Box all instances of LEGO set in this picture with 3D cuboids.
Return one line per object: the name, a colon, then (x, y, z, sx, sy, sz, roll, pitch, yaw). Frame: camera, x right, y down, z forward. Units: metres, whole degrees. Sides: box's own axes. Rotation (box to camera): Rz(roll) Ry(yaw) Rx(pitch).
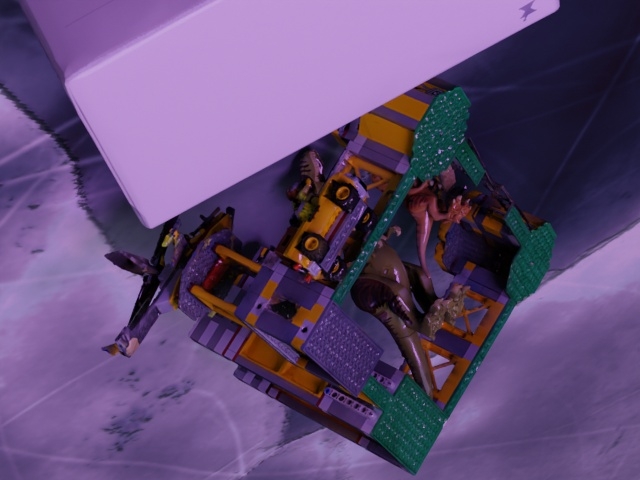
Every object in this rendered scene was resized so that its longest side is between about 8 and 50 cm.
LEGO set: (0.000, 0.000, 1.325, 0.255, 0.192, 0.331, -63, 151, -3)

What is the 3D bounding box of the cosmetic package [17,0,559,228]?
cosmetic package: (-0.044, -0.167, 0.918, 0.224, 0.225, 0.138, -29, 151, -3)
